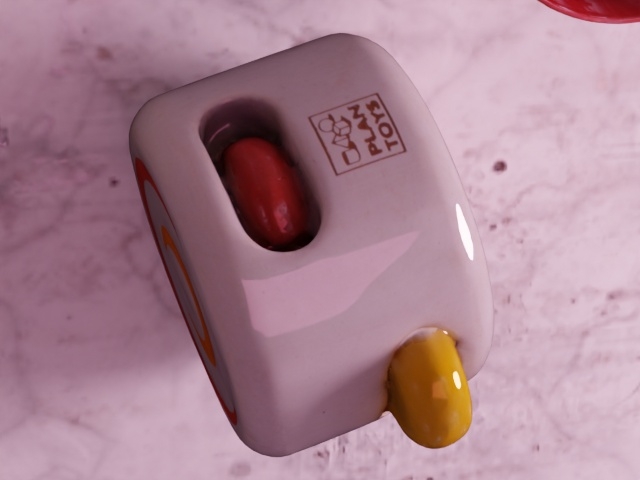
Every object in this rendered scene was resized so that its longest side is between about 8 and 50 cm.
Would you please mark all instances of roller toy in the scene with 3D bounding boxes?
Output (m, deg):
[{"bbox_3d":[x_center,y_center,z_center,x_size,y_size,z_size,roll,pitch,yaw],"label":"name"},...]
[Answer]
[{"bbox_3d":[0.000,0.000,0.813,0.146,0.209,0.191,-21,110,-10],"label":"roller toy"}]

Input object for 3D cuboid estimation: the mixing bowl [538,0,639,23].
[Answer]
[{"bbox_3d":[0.142,-0.211,0.829,0.181,0.098,0.181,-7,113,-16],"label":"mixing bowl"}]
